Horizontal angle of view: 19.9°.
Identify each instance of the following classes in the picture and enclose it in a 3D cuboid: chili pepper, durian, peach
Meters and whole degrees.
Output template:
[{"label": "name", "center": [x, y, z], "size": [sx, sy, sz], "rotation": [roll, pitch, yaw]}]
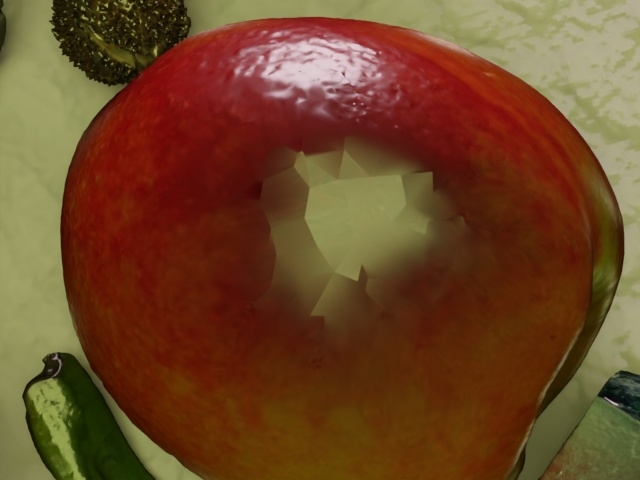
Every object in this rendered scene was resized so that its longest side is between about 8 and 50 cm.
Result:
[{"label": "chili pepper", "center": [-0.080, 0.143, 0.930], "size": [0.202, 0.050, 0.052], "rotation": [42, 50, 0]}, {"label": "durian", "center": [-0.103, -0.121, 0.935], "size": [0.080, 0.091, 0.080], "rotation": [-8, 123, -13]}, {"label": "peach", "center": [0.000, 0.000, 0.872], "size": [0.275, 0.245, 0.248], "rotation": [21, 60, 13]}]

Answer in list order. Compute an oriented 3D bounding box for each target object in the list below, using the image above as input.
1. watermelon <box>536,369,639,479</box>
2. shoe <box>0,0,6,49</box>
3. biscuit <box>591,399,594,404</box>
[{"label": "watermelon", "center": [0.172, 0.208, 0.880], "size": [0.226, 0.148, 0.318], "rotation": [-17, 97, 16]}, {"label": "shoe", "center": [-0.236, -0.162, 0.890], "size": [0.125, 0.227, 0.099], "rotation": [34, 62, 31]}, {"label": "biscuit", "center": [0.245, 0.172, 0.933], "size": [0.237, 0.013, 0.232], "rotation": [9, 87, 2]}]
